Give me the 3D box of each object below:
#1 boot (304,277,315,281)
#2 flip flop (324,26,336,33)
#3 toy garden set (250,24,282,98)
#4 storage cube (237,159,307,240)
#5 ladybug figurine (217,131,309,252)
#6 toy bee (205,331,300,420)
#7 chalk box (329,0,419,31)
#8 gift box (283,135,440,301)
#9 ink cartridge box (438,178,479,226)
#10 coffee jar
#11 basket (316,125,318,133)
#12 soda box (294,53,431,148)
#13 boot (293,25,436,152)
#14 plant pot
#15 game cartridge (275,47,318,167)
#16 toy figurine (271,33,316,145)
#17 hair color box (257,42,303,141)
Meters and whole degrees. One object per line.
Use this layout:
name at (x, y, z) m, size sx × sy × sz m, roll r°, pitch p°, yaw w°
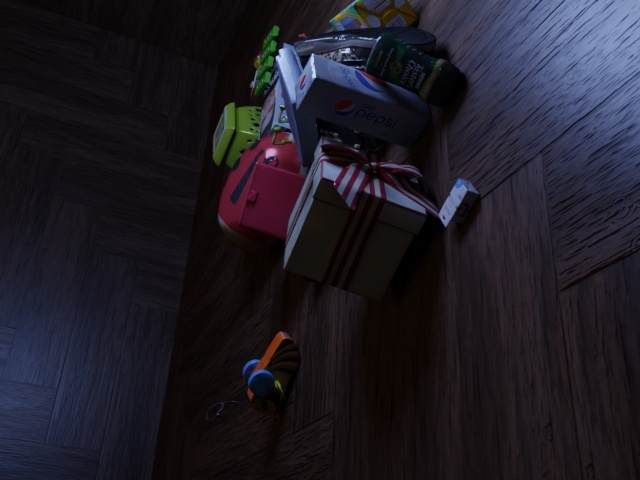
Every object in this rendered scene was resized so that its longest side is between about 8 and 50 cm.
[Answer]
boot at (0.000, 0.000, 1.847) m, size 0.106 × 0.082 × 0.219 m, roll -100°, pitch 30°, yaw -45°
flip flop at (0.073, -0.560, 1.918) m, size 0.277 × 0.080 × 0.112 m, roll -43°, pitch 3°, yaw -40°
toy garden set at (-0.203, -0.634, 2.568) m, size 0.204 × 0.049 × 0.244 m, roll -32°, pitch 46°, yaw 59°
storage cube at (-0.107, -0.108, 1.976) m, size 0.183 × 0.193 × 0.214 m, roll -73°, pitch 1°, yaw -85°
ladybug figurine at (-0.200, -0.163, 2.262) m, size 0.305 × 0.162 × 0.449 m, roll 46°, pitch 116°, yaw 38°
toy bee at (-0.147, 0.399, 1.898) m, size 0.298 × 0.162 × 0.195 m, roll -40°, pitch 23°, yaw 17°
chalk box at (0.125, -0.556, 1.773) m, size 0.132 × 0.132 × 0.213 m, roll -42°, pitch 16°, yaw -14°
gift box at (0.080, -0.048, 1.432) m, size 0.276 × 0.255 × 0.258 m, roll -99°, pitch 28°, yaw -60°
ink cartridge box at (0.256, -0.066, 1.290) m, size 0.048 × 0.028 × 0.083 m, roll -106°, pitch 37°, yaw -55°
coffee jar at (0.194, -0.355, 1.455) m, size 0.079 × 0.185 × 0.096 m, roll -35°, pitch -29°, yaw -62°
basket at (0.033, -0.274, 1.922) m, size 0.167 × 0.103 × 0.113 m, roll 138°, pitch 141°, yaw -55°
soda box at (0.093, -0.301, 1.512) m, size 0.098 × 0.287 × 0.091 m, roll 124°, pitch 151°, yaw -42°
boot at (0.112, -0.354, 1.660) m, size 0.378 × 0.138 × 0.284 m, roll 8°, pitch 119°, yaw 35°
plant pot at (-0.311, -0.407, 2.786) m, size 0.227 × 0.207 × 0.228 m, roll -98°, pitch 29°, yaw -47°
game cartridge at (-0.053, -0.320, 1.770) m, size 0.294 × 0.060 × 0.195 m, roll 81°, pitch 176°, yaw -65°
toy figurine at (0.008, -0.391, 1.972) m, size 0.217 × 0.191 × 0.362 m, roll 46°, pitch 120°, yaw 61°
hair color box at (-0.132, -0.502, 2.512) m, size 0.185 × 0.114 × 0.374 m, roll 134°, pitch 145°, yaw -54°
